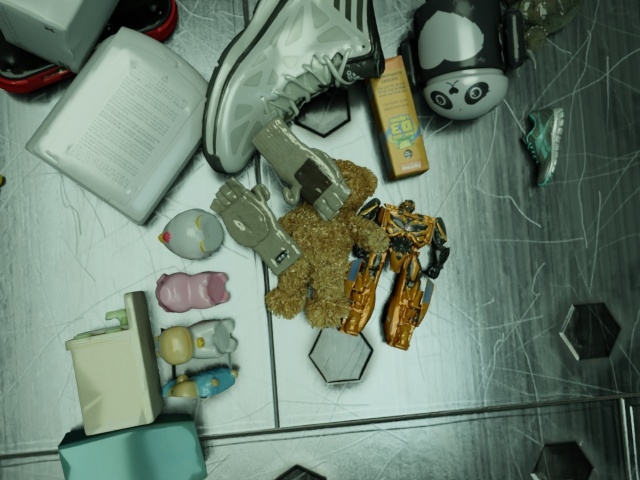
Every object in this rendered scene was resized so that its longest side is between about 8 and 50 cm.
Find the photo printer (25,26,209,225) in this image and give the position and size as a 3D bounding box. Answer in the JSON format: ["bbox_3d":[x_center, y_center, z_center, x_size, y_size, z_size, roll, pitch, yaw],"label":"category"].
[{"bbox_3d":[-0.353,-0.221,1.404,0.256,0.107,0.308,36,84,-20],"label":"photo printer"}]

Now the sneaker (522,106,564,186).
[{"bbox_3d":[0.449,-0.192,1.532,0.076,0.065,0.167,9,82,12],"label":"sneaker"}]

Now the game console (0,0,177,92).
[{"bbox_3d":[-0.503,-0.494,1.438,0.386,0.060,0.342,-26,88,-14],"label":"game console"}]

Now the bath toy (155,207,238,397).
[{"bbox_3d":[-0.251,0.115,1.414,0.129,0.151,0.348,-6,86,30],"label":"bath toy"}]

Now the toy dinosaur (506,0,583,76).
[{"bbox_3d":[0.458,-0.484,1.531,0.313,0.121,0.160,-40,103,-11],"label":"toy dinosaur"}]

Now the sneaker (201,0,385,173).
[{"bbox_3d":[-0.034,-0.306,1.393,0.257,0.169,0.448,21,82,21],"label":"sneaker"}]

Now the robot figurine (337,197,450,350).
[{"bbox_3d":[0.142,0.058,1.468,0.211,0.085,0.291,16,85,-5],"label":"robot figurine"}]

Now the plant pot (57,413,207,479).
[{"bbox_3d":[-0.334,0.410,1.369,0.234,0.165,0.166,-14,88,-14],"label":"plant pot"}]

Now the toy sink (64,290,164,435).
[{"bbox_3d":[-0.380,0.219,1.377,0.131,0.153,0.234,-10,89,-5],"label":"toy sink"}]

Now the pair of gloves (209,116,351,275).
[{"bbox_3d":[-0.074,-0.080,1.372,0.204,0.042,0.240,41,110,2],"label":"pair of gloves"}]

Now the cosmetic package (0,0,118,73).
[{"bbox_3d":[-0.418,-0.516,1.320,0.156,0.217,0.385,26,76,-7],"label":"cosmetic package"}]

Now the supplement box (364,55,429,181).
[{"bbox_3d":[0.151,-0.240,1.491,0.078,0.080,0.234,-15,90,-4],"label":"supplement box"}]

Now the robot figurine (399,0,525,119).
[{"bbox_3d":[0.272,-0.376,1.459,0.173,0.209,0.278,-6,89,-17],"label":"robot figurine"}]

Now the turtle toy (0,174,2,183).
[{"bbox_3d":[-0.666,-0.092,1.411,0.095,0.066,0.130,17,85,-4],"label":"turtle toy"}]

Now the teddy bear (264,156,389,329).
[{"bbox_3d":[0.000,0.000,1.422,0.245,0.113,0.338,30,91,32],"label":"teddy bear"}]
